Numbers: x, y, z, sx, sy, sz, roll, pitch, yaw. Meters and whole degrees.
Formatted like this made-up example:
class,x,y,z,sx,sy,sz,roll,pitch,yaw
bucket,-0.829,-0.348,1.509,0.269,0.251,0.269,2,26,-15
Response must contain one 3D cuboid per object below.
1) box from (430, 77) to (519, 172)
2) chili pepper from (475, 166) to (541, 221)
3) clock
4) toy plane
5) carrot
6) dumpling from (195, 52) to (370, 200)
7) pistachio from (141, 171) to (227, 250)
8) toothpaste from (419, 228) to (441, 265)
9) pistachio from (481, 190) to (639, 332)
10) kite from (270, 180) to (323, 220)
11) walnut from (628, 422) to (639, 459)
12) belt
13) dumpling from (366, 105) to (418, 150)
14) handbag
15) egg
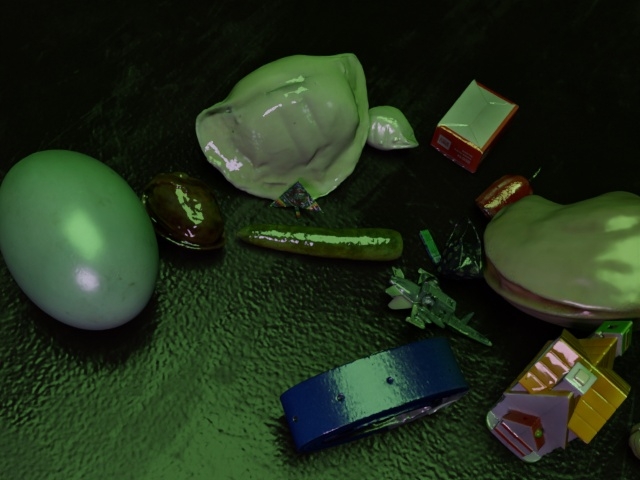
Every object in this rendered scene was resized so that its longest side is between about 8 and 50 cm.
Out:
class,x,y,z,sx,sy,sz,roll,pitch,yaw
box,0.364,-0.270,1.961,0.133,0.099,0.182,33,65,11
chili pepper,0.441,-0.110,1.898,0.192,0.086,0.084,-39,47,-15
clock,0.475,0.279,1.581,0.166,0.309,0.235,42,65,13
toy plane,0.257,0.143,1.741,0.262,0.088,0.192,25,35,-1
carrot,0.000,0.000,1.779,0.358,0.074,0.074,4,63,-6
dumpling,-0.061,-0.235,1.807,0.395,0.233,0.316,-20,101,-11
pistachio,-0.278,-0.061,1.730,0.210,0.130,0.165,46,62,4
toothpaste,0.246,0.016,1.841,0.020,0.017,0.083,-17,67,-14
pistachio,0.548,0.033,1.703,0.445,0.281,0.365,16,41,36
kite,-0.052,-0.087,1.818,0.122,0.004,0.090,2,106,14
walnut,0.670,0.411,1.679,0.092,0.092,0.092,4,63,-8
belt,0.103,0.295,1.568,0.347,0.212,0.117,-17,66,-13
dumpling,0.152,-0.268,1.937,0.169,0.100,0.134,7,23,13
handbag,0.300,0.013,1.776,0.072,0.115,0.139,6,83,-12
egg,-0.464,-0.006,1.585,0.276,0.276,0.389,-29,68,-21
